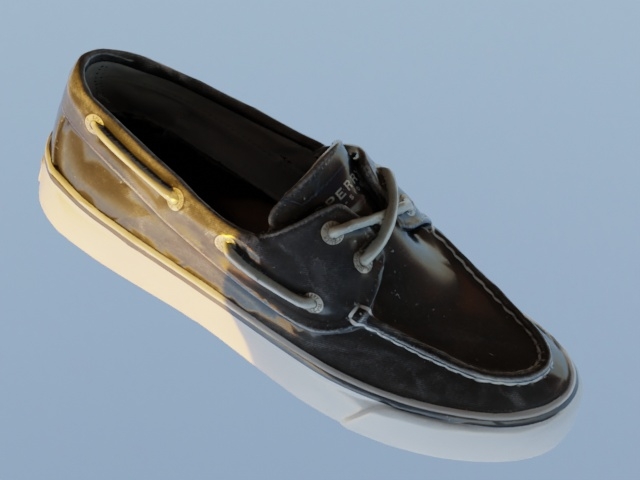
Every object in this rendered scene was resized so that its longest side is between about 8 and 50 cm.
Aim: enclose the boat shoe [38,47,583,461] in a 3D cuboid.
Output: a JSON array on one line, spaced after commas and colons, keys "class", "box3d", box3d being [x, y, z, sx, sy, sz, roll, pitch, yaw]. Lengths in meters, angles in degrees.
[{"class": "boat shoe", "box3d": [0.000, 0.000, 0.966, 0.301, 0.102, 0.108, 31, -135, 11]}]
